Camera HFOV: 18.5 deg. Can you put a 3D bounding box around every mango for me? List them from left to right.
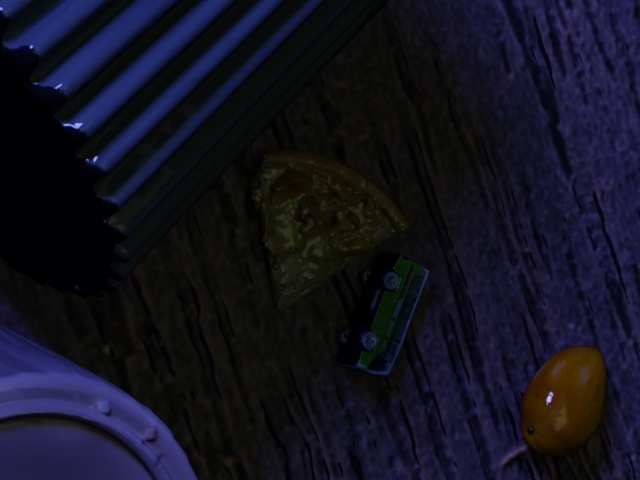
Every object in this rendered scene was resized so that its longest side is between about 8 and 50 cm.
[{"bbox_3d":[0.172,0.110,1.370,0.060,0.046,0.089,49,58,-20],"label":"mango"}]

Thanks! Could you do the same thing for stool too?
[{"bbox_3d":[-0.101,-0.181,1.107,0.330,0.297,0.297,-43,108,-24],"label":"stool"}]

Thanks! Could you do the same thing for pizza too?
[{"bbox_3d":[0.000,0.000,1.294,0.123,0.026,0.108,24,82,-25],"label":"pizza"}]

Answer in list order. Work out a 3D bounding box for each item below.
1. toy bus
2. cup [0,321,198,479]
[{"bbox_3d":[0.041,0.050,1.312,0.037,0.031,0.083,28,78,-33],"label":"toy bus"},{"bbox_3d":[-0.230,0.159,1.046,0.288,0.273,0.208,-23,107,-26],"label":"cup"}]
